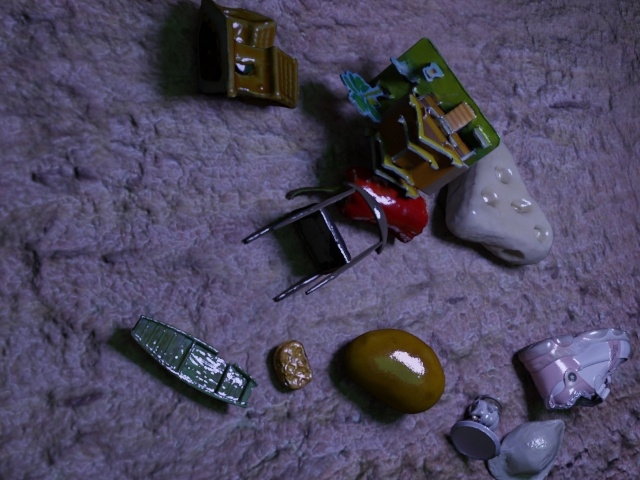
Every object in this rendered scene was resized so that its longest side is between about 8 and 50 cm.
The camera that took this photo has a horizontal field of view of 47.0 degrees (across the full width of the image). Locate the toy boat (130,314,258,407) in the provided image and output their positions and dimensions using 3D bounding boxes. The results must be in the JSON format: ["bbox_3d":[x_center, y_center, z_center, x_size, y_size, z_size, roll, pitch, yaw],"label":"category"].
[{"bbox_3d":[-0.261,0.245,1.494,0.293,0.055,0.093,37,63,-22],"label":"toy boat"}]

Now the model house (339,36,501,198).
[{"bbox_3d":[0.212,-0.289,1.728,0.357,0.242,0.313,57,28,2],"label":"model house"}]

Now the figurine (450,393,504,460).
[{"bbox_3d":[0.412,0.459,1.855,0.132,0.132,0.153,53,43,-11],"label":"figurine"}]

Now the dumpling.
[{"bbox_3d":[0.551,0.555,1.913,0.216,0.126,0.166,-33,113,-37],"label":"dumpling"}]

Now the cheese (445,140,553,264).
[{"bbox_3d":[0.496,-0.122,2.017,0.351,0.129,0.328,21,60,-27],"label":"cheese"}]

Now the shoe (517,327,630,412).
[{"bbox_3d":[0.713,0.360,2.025,0.351,0.172,0.198,-5,72,-22],"label":"shoe"}]

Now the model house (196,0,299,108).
[{"bbox_3d":[-0.147,-0.410,1.649,0.239,0.173,0.268,4,79,-31],"label":"model house"}]

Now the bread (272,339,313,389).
[{"bbox_3d":[-0.061,0.275,1.623,0.083,0.044,0.110,-24,95,-33],"label":"bread"}]

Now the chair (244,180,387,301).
[{"bbox_3d":[0.000,0.000,1.653,0.272,0.166,0.188,-30,96,-29],"label":"chair"}]

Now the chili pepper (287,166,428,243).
[{"bbox_3d":[0.105,-0.109,1.766,0.338,0.131,0.134,22,72,-28],"label":"chili pepper"}]

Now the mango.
[{"bbox_3d":[0.178,0.294,1.718,0.254,0.139,0.175,35,55,-14],"label":"mango"}]
